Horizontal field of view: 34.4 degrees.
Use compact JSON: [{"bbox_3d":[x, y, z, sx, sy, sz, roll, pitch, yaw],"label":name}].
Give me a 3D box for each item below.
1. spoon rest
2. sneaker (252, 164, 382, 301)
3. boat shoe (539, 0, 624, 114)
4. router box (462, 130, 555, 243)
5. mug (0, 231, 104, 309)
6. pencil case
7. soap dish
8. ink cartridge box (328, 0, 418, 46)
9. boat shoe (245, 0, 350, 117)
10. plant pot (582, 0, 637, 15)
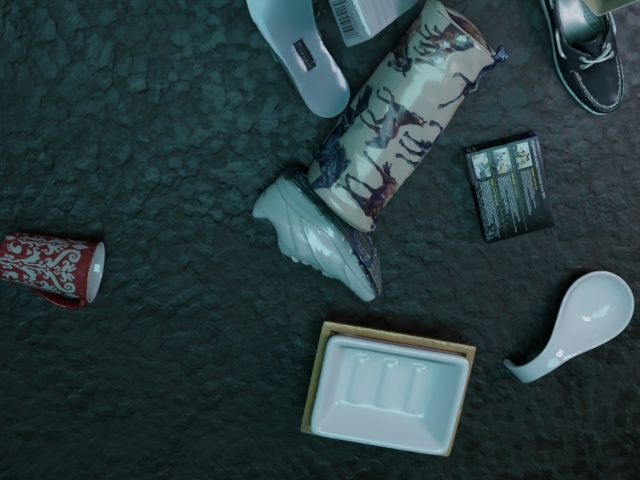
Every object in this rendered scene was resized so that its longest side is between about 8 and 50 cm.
[{"bbox_3d":[0.470,0.172,1.951,0.137,0.084,0.276,44,102,-12],"label":"spoon rest"},{"bbox_3d":[0.000,0.000,1.896,0.129,0.111,0.297,-37,100,25],"label":"sneaker"},{"bbox_3d":[0.456,-0.351,1.793,0.114,0.091,0.302,-29,106,4],"label":"boat shoe"},{"bbox_3d":[0.345,-0.096,1.890,0.133,0.046,0.178,-14,106,3],"label":"router box"},{"bbox_3d":[-0.494,0.060,1.889,0.169,0.113,0.150,11,104,-1],"label":"mug"},{"bbox_3d":[0.141,-0.207,1.794,0.184,0.160,0.410,27,106,-36],"label":"pencil case"},{"bbox_3d":[0.125,0.272,1.955,0.291,0.118,0.228,10,106,-4],"label":"soap dish"},{"bbox_3d":[0.071,-0.442,1.708,0.066,0.232,0.189,-15,108,27],"label":"ink cartridge box"},{"bbox_3d":[-0.046,-0.356,1.777,0.113,0.105,0.306,-35,112,-3],"label":"boat shoe"},{"bbox_3d":[0.476,-0.451,1.688,0.109,0.109,0.096,38,58,-28],"label":"plant pot"}]
